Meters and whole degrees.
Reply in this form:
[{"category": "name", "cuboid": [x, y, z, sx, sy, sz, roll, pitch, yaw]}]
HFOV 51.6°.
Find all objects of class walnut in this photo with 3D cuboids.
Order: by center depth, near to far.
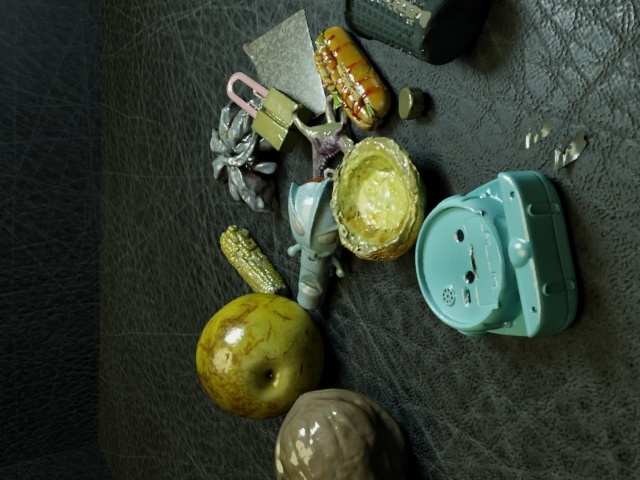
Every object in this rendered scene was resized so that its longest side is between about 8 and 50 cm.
[{"category": "walnut", "cuboid": [0.035, 0.396, 1.207, 0.227, 0.273, 0.273, -24, 72, 24]}]

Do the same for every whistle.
[{"category": "whistle", "cuboid": [0.001, 0.000, 1.298, 0.134, 0.142, 0.346, -87, 4, -47]}]

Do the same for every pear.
[{"category": "pear", "cuboid": [-0.125, 0.241, 1.408, 0.280, 0.280, 0.281, 16, 109, 57]}]

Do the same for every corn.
[{"category": "corn", "cuboid": [-0.170, 0.054, 1.624, 0.288, 0.086, 0.087, 46, 133, 43]}]

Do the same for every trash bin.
[{"category": "trash bin", "cuboid": [0.146, -0.347, 0.972, 0.161, 0.175, 0.175, 44, 132, 33]}]

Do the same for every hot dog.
[{"category": "hot dog", "cuboid": [0.046, -0.301, 1.215, 0.250, 0.076, 0.104, 62, 143, 28]}]

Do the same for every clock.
[{"category": "clock", "cuboid": [0.229, 0.034, 0.954, 0.274, 0.094, 0.224, -21, 76, 57]}]

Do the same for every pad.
[{"category": "pad", "cuboid": [-0.069, -0.350, 1.403, 0.158, 0.003, 0.235, -22, 76, 34]}]

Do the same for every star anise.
[{"category": "star anise", "cuboid": [-0.190, -0.229, 1.549, 0.316, 0.139, 0.360, -33, 70, 46]}]

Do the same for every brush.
[{"category": "brush", "cuboid": [-0.124, -0.288, 1.412, 0.233, 0.047, 0.103, 42, 112, 31]}]

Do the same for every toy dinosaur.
[{"category": "toy dinosaur", "cuboid": [0.006, -0.178, 1.310, 0.251, 0.072, 0.200, -22, 88, 47]}]

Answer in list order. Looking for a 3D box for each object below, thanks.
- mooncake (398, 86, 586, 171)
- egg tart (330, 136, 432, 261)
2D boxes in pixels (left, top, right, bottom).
[{"category": "mooncake", "cuboid": [0.221, -0.176, 0.966, 0.347, 0.057, 0.150, 49, 147, 39]}, {"category": "egg tart", "cuboid": [0.105, -0.068, 1.120, 0.212, 0.090, 0.213, 6, 98, 44]}]
